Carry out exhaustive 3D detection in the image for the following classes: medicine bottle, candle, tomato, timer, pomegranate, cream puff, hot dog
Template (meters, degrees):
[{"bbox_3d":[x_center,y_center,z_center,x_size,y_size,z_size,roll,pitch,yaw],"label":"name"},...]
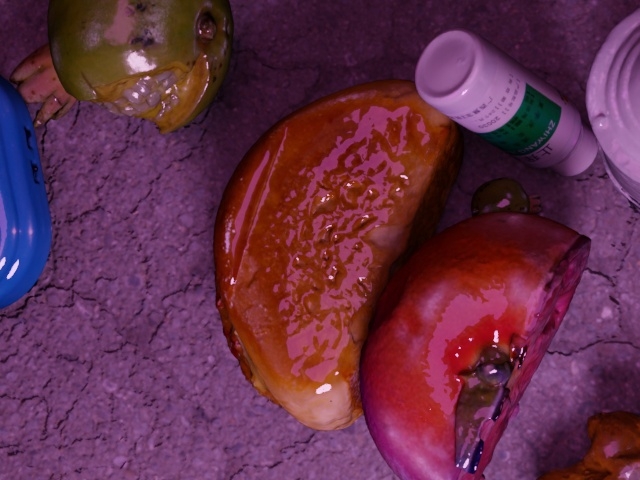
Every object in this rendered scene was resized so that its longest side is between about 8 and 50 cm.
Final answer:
[{"bbox_3d":[0.214,-0.146,1.614,0.095,0.260,0.095,-18,61,38],"label":"medicine bottle"},{"bbox_3d":[0.396,-0.139,1.544,0.221,0.342,0.221,-2,81,14],"label":"candle"},{"bbox_3d":[0.147,0.117,1.564,0.176,0.289,0.335,25,88,16],"label":"tomato"},{"bbox_3d":[-0.499,-0.049,1.766,0.340,0.115,0.309,-13,85,17],"label":"timer"},{"bbox_3d":[-0.246,-0.236,1.742,0.302,0.236,0.236,-15,76,34],"label":"pomegranate"},{"bbox_3d":[0.214,-0.036,1.696,0.073,0.084,0.073,-15,66,37],"label":"pomegranate"},{"bbox_3d":[0.362,0.300,1.560,0.269,0.155,0.241,28,85,15],"label":"cream puff"},{"bbox_3d":[0.001,0.000,1.659,0.223,0.185,0.405,19,84,13],"label":"hot dog"}]
